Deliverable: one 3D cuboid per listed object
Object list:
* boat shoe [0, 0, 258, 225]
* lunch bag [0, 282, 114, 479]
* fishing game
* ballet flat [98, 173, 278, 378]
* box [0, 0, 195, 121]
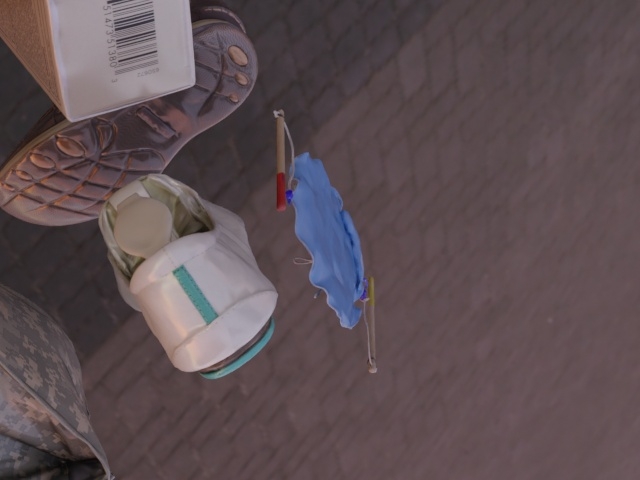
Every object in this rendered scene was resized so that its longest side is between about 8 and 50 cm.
[{"bbox_3d":[-0.218,-0.142,1.375,0.355,0.130,0.132,-31,129,18],"label":"boat shoe"},{"bbox_3d":[-0.327,0.127,1.113,0.287,0.235,0.169,37,94,-26],"label":"lunch bag"},{"bbox_3d":[0.000,0.000,1.245,0.041,0.189,0.264,-16,136,15],"label":"fishing game"},{"bbox_3d":[-0.136,0.004,1.110,0.139,0.400,0.139,-3,103,-15],"label":"ballet flat"},{"bbox_3d":[-0.235,-0.247,1.097,0.121,0.311,0.148,-20,132,-23],"label":"box"}]
